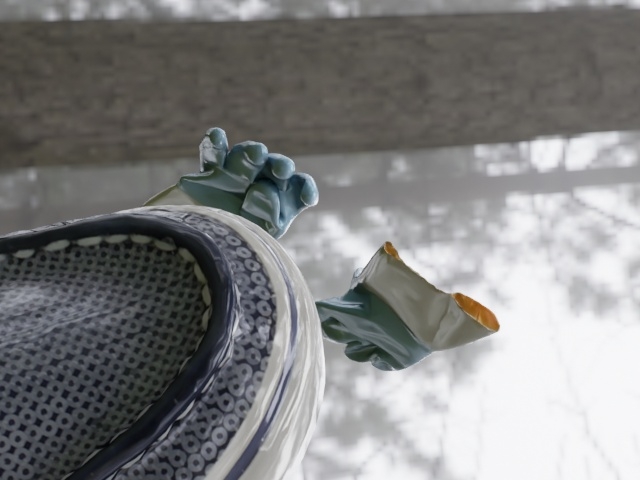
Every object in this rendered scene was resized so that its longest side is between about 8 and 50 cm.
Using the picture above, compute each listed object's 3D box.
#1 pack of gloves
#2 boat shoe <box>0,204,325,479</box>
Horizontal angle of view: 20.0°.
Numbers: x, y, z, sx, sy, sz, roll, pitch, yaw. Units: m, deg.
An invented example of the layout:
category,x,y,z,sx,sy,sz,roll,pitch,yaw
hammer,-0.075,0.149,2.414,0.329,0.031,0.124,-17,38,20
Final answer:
category,x,y,z,sx,sy,sz,roll,pitch,yaw
pack of gloves,0.000,0.000,1.102,0.046,0.195,0.232,-54,-174,-19
boat shoe,-0.156,0.067,0.408,0.127,0.340,0.158,49,-14,33
